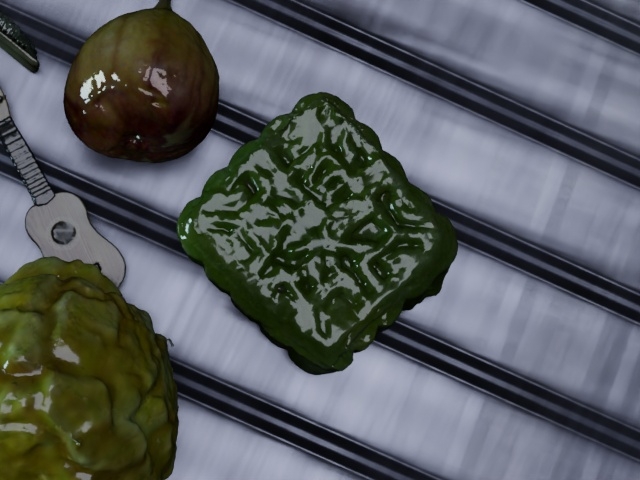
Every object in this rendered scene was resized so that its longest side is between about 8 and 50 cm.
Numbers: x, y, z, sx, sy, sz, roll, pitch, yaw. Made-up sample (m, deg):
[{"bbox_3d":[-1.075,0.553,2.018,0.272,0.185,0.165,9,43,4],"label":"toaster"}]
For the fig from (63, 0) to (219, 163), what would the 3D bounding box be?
[{"bbox_3d":[-0.176,-0.194,1.727,0.160,0.143,0.231,-1,87,26],"label":"fig"}]

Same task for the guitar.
[{"bbox_3d":[-0.291,-0.056,1.759,0.084,0.038,0.271,-29,92,-7],"label":"guitar"}]

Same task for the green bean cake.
[{"bbox_3d":[0.000,0.000,1.738,0.222,0.125,0.248,-43,90,-7],"label":"green bean cake"}]

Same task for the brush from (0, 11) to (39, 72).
[{"bbox_3d":[-0.362,-0.243,1.771,0.190,0.034,0.027,38,74,-1],"label":"brush"}]

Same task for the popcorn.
[{"bbox_3d":[-0.263,0.172,1.647,0.282,0.247,0.282,-1,104,-3],"label":"popcorn"}]
